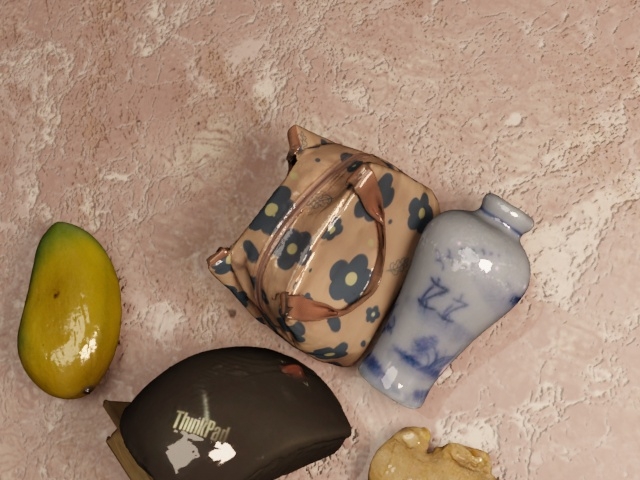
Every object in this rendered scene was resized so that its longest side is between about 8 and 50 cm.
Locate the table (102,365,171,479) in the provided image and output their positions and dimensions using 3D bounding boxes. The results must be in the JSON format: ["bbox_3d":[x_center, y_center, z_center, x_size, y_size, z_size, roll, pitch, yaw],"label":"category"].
[{"bbox_3d":[-0.160,0.275,1.221,0.167,0.167,0.227,-42,62,3],"label":"table"}]

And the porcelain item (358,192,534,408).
[{"bbox_3d":[0.147,0.067,1.189,0.141,0.141,0.259,37,96,24],"label":"porcelain item"}]

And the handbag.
[{"bbox_3d":[0.000,0.000,1.218,0.190,0.193,0.252,29,86,28],"label":"handbag"}]

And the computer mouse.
[{"bbox_3d":[-0.089,0.189,1.161,0.170,0.269,0.100,44,122,26],"label":"computer mouse"}]

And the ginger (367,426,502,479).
[{"bbox_3d":[0.154,0.298,1.152,0.213,0.074,0.137,29,94,27],"label":"ginger"}]

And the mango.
[{"bbox_3d":[-0.326,0.090,1.363,0.137,0.091,0.238,3,76,13],"label":"mango"}]
